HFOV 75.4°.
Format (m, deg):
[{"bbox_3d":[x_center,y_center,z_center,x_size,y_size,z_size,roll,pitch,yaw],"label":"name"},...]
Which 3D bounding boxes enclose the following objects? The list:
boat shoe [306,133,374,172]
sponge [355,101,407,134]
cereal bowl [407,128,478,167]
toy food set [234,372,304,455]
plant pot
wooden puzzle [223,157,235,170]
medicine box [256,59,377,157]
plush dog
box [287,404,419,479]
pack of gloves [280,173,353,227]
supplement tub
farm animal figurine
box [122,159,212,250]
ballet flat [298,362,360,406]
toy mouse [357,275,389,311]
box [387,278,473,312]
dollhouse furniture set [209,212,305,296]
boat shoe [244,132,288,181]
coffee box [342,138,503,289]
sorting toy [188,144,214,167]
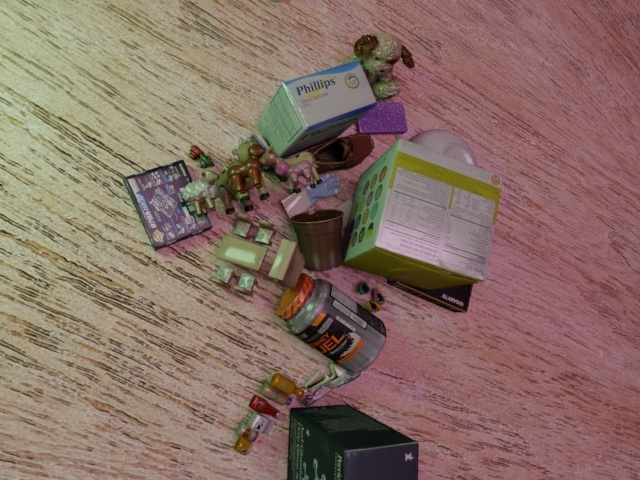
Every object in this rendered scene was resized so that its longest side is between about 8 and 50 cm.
[{"bbox_3d":[0.074,-0.296,1.411,0.307,0.104,0.110,-28,94,-24],"label":"boat shoe"},{"bbox_3d":[0.223,-0.454,1.538,0.210,0.031,0.117,-8,86,-24],"label":"sponge"},{"bbox_3d":[0.471,-0.266,1.562,0.339,0.141,0.338,3,82,-24],"label":"cereal bowl"},{"bbox_3d":[-0.151,0.511,1.203,0.105,0.111,0.232,34,69,-16],"label":"toy food set"},{"bbox_3d":[0.000,0.000,1.301,0.167,0.167,0.165,-15,108,-24],"label":"plant pot"},{"bbox_3d":[-0.272,-0.219,1.305,0.083,0.006,0.049,45,69,-12],"label":"wooden puzzle"},{"bbox_3d":[-0.021,-0.394,1.281,0.264,0.289,0.149,-27,94,-24],"label":"medicine box"},{"bbox_3d":[0.195,-0.633,1.441,0.263,0.225,0.210,-1,84,-23],"label":"plush dog"},{"bbox_3d":[0.069,0.648,1.126,0.212,0.395,0.293,6,80,-23],"label":"box"},{"bbox_3d":[-0.003,-0.103,1.398,0.232,0.046,0.195,-32,108,-21],"label":"pack of gloves"},{"bbox_3d":[0.031,0.249,1.273,0.316,0.194,0.193,37,71,-14],"label":"supplement tub"},{"bbox_3d":[-0.187,-0.200,1.188,0.330,0.327,0.172,-9,78,-57],"label":"farm animal figurine"},{"bbox_3d":[-0.437,-0.104,1.193,0.175,0.051,0.220,-25,94,-24],"label":"box"},{"bbox_3d":[0.027,0.442,1.314,0.222,0.077,0.079,-23,89,-20],"label":"ballet flat"},{"bbox_3d":[0.171,0.187,1.415,0.161,0.031,0.143,23,40,-37],"label":"toy mouse"},{"bbox_3d":[0.426,0.095,1.529,0.322,0.079,0.257,24,72,-19],"label":"box"},{"bbox_3d":[-0.183,0.044,1.175,0.242,0.161,0.212,16,75,12],"label":"dollhouse furniture set"},{"bbox_3d":[-0.176,-0.253,1.325,0.066,0.066,0.183,-38,89,-18],"label":"boat shoe"},{"bbox_3d":[0.293,-0.054,1.284,0.338,0.337,0.334,17,76,-10],"label":"coffee box"},{"bbox_3d":[-0.360,-0.242,1.242,0.042,0.061,0.102,-47,65,7],"label":"sorting toy"}]
